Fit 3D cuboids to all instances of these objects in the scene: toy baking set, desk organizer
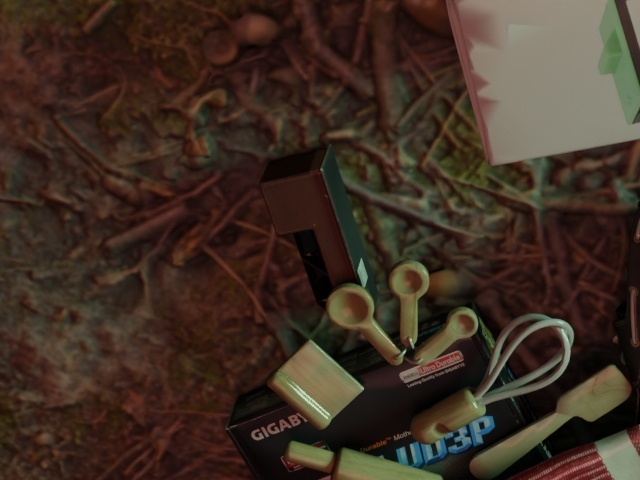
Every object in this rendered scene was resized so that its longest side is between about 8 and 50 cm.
[{"bbox_3d":[0.090,0.121,1.120,0.256,0.030,0.197,20,116,-3],"label":"toy baking set"},{"bbox_3d":[0.000,0.000,1.121,0.050,0.047,0.130,-12,114,15],"label":"desk organizer"}]

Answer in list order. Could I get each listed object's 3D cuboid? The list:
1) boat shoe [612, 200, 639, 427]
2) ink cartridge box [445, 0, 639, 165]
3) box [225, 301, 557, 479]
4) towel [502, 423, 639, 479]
[{"bbox_3d":[0.259,0.072,1.121,0.079,0.084,0.233,28,132,36],"label":"boat shoe"},{"bbox_3d":[0.226,-0.156,0.929,0.278,0.201,0.117,-10,114,12],"label":"ink cartridge box"},{"bbox_3d":[0.063,0.167,1.192,0.220,0.051,0.175,-23,111,17],"label":"box"},{"bbox_3d":[0.148,0.289,1.185,0.329,0.037,0.237,-28,119,12],"label":"towel"}]
